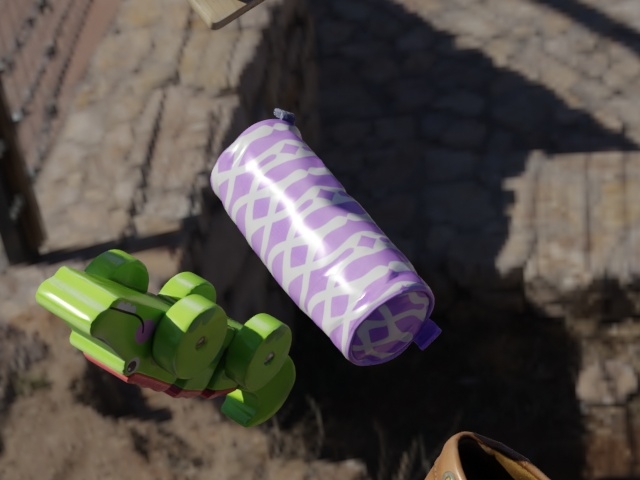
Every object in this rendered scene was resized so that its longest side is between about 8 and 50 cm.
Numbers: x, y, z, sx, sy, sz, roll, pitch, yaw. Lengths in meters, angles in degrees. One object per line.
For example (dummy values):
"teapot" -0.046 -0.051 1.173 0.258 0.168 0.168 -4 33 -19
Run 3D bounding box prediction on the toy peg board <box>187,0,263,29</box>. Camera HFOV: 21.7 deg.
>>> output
"toy peg board" -0.067 -0.282 1.327 0.161 0.079 0.161 -35 76 -19

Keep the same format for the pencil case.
"pencil case" 0.000 0.000 1.234 0.086 0.088 0.206 -44 58 12

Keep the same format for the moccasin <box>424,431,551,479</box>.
"moccasin" 0.221 0.275 1.183 0.139 0.147 0.380 -15 45 -38

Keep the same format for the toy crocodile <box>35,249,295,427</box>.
"toy crocodile" -0.120 0.085 1.380 0.115 0.340 0.105 27 91 25
